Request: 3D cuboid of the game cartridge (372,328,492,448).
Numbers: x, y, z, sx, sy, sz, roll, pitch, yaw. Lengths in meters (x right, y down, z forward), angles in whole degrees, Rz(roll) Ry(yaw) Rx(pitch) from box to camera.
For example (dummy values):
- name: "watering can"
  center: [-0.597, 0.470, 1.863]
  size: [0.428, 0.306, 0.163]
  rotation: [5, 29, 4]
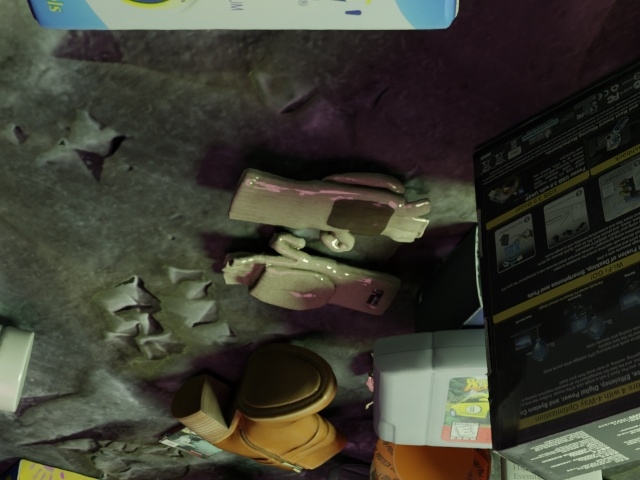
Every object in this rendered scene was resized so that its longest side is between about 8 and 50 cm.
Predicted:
- name: "game cartridge"
  center: [0.203, 0.163, 1.081]
  size: [0.294, 0.060, 0.196]
  rotation: [1, 141, 5]

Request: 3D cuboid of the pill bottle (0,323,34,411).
- name: "pill bottle"
  center: [-0.475, 0.137, 1.219]
  size: [0.229, 0.131, 0.131]
  rotation: [13, 143, -12]

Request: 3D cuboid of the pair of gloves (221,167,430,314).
- name: "pair of gloves"
  center: [0.000, 0.000, 1.068]
  size: [0.204, 0.042, 0.240]
  rotation: [5, 146, -7]

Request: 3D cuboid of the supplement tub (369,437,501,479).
- name: "supplement tub"
  center: [0.179, 0.370, 1.425]
  size: [0.194, 0.193, 0.316]
  rotation: [-6, 142, 13]

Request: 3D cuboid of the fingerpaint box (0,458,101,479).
- name: "fingerpaint box"
  center: [-0.524, 0.638, 1.640]
  size: [0.163, 0.444, 0.371]
  rotation: [23, 139, -26]

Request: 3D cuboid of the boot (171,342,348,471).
- name: "boot"
  center: [-0.035, 0.242, 1.339]
  size: [0.283, 0.109, 0.220]
  rotation: [-24, 134, 35]

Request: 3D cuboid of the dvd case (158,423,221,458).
- name: "dvd case"
  center: [-0.174, 0.293, 1.503]
  size: [0.087, 0.013, 0.119]
  rotation: [28, 136, -29]

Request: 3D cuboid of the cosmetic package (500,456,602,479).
- name: "cosmetic package"
  center: [0.280, 0.263, 1.237]
  size: [0.117, 0.231, 0.085]
  rotation: [-1, 144, 6]

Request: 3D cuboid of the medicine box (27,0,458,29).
- name: "medicine box"
  center: [-0.055, -0.274, 0.611]
  size: [0.290, 0.149, 0.263]
  rotation: [1, 144, 5]

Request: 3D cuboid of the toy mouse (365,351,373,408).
- name: "toy mouse"
  center: [0.107, 0.183, 1.314]
  size: [0.161, 0.031, 0.143]
  rotation: [27, 138, -27]

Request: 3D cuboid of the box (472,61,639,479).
- name: "box"
  center: [0.306, -0.017, 0.786]
  size: [0.395, 0.318, 0.097]
  rotation: [-29, 133, 35]

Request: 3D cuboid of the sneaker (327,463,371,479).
- name: "sneaker"
  center: [0.085, 0.433, 1.603]
  size: [0.091, 0.094, 0.258]
  rotation: [-21, 135, 36]

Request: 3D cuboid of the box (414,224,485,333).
- name: "box"
  center: [0.227, 0.088, 1.110]
  size: [0.207, 0.108, 0.153]
  rotation: [14, 143, -15]
